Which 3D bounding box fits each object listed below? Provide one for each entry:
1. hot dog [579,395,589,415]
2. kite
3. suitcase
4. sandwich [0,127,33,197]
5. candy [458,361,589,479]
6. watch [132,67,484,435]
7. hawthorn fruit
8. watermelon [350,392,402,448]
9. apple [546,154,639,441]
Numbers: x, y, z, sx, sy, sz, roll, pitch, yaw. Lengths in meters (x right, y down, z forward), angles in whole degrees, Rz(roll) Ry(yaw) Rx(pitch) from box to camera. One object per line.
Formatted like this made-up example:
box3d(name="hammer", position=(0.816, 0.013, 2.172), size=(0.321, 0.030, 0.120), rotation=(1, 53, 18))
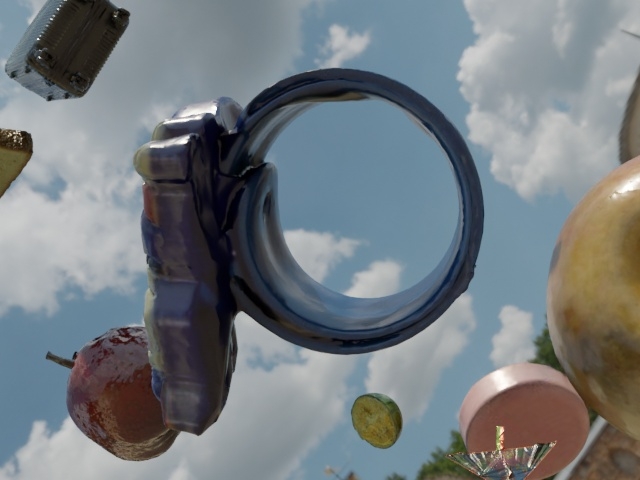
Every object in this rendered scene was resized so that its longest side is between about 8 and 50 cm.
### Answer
box3d(name="hot dog", position=(0.528, 0.378, 1.662), size=(0.065, 0.099, 0.147), rotation=(19, -101, -25))
box3d(name="kite", position=(0.306, 0.362, 1.279), size=(0.190, 0.159, 0.010), rotation=(-9, -67, 5))
box3d(name="suitcase", position=(-0.487, -0.375, 1.460), size=(0.128, 0.312, 0.202), rotation=(34, -100, -30))
box3d(name="sandwich", position=(-0.670, -0.162, 1.422), size=(0.215, 0.065, 0.186), rotation=(21, -54, -39))
box3d(name="candy", position=(0.398, 0.350, 1.484), size=(0.255, 0.094, 0.255), rotation=(-1, -65, -3))
box3d(name="watch", position=(0.000, -0.009, 0.477), size=(0.171, 0.200, 0.196), rotation=(-66, -28, -70))
box3d(name="hawthorn fruit", position=(-0.326, 0.239, 1.252), size=(0.230, 0.266, 0.210), rotation=(119, 167, -64))
box3d(name="watermelon", position=(0.111, 0.324, 1.397), size=(0.062, 0.105, 0.105), rotation=(-16, -49, -43))
box3d(name="apple", position=(0.418, 0.062, 0.828), size=(0.364, 0.364, 0.364), rotation=(-33, -38, -31))
